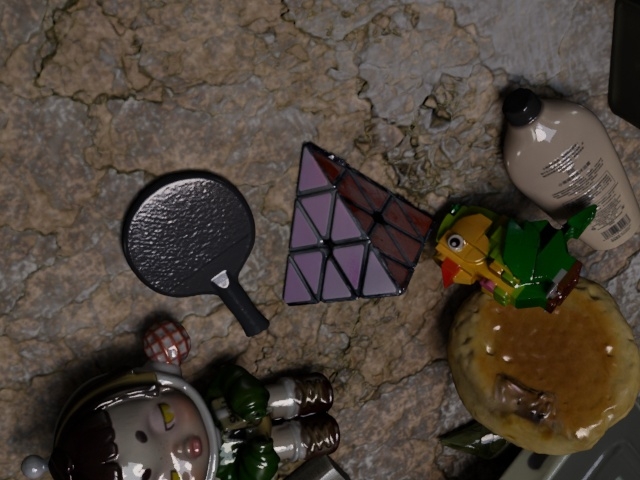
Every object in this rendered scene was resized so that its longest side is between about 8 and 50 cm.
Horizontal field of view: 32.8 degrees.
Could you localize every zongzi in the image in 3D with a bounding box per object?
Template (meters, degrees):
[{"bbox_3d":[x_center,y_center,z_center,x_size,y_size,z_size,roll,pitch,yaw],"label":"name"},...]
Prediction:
[{"bbox_3d":[0.237,0.252,1.505,0.119,0.055,0.109,20,105,-18],"label":"zongzi"}]

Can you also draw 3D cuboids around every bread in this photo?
[{"bbox_3d":[0.282,0.157,1.383,0.244,0.244,0.134,-33,168,-4],"label":"bread"}]

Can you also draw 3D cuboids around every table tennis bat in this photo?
[{"bbox_3d":[-0.128,0.024,1.244,0.150,0.027,0.236,-35,123,-3],"label":"table tennis bat"}]

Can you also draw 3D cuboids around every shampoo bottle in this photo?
[{"bbox_3d":[0.302,-0.090,1.333,0.127,0.078,0.257,-35,126,15],"label":"shampoo bottle"}]

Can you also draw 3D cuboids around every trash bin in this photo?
[{"bbox_3d":[0.483,-0.231,1.315,0.240,0.122,0.164,-11,119,-15],"label":"trash bin"}]

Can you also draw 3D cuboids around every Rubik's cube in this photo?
[{"bbox_3d":[0.000,0.000,1.277,0.178,0.211,0.190,-40,93,25],"label":"Rubik's cube"}]

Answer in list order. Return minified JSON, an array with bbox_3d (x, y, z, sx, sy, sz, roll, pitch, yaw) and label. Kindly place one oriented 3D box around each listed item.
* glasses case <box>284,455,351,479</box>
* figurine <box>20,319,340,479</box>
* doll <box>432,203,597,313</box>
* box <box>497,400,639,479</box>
[{"bbox_3d":[-0.051,0.371,1.445,0.205,0.047,0.071,-39,125,-1],"label":"glasses case"},{"bbox_3d":[-0.152,0.231,1.268,0.369,0.167,0.281,-7,85,-31],"label":"figurine"},{"bbox_3d":[0.230,0.013,1.310,0.186,0.106,0.134,8,73,12],"label":"doll"},{"bbox_3d":[0.362,0.410,1.552,0.367,0.090,0.373,-50,133,-5],"label":"box"}]
